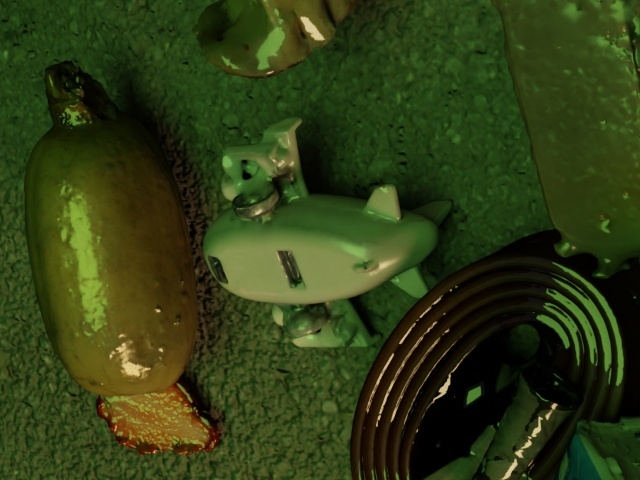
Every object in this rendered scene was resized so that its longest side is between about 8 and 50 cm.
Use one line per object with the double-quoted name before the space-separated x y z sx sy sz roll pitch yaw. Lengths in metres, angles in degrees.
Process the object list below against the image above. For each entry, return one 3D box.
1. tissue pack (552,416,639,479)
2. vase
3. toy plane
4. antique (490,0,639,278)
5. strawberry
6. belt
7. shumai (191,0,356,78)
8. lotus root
"tissue pack" 0.257 0.299 1.149 0.198 0.146 0.263 -111 27 -50
"vase" 0.152 0.182 1.181 0.059 0.059 0.167 34 116 17
"toy plane" 0.000 0.000 1.330 0.245 0.117 0.244 17 130 21
"antique" 0.234 -0.115 1.138 0.125 0.150 0.284 -4 103 36
"strawberry" -0.174 0.178 1.517 0.152 0.048 0.103 27 109 6
"belt" 0.162 0.146 1.274 0.217 0.122 0.338 40 118 17
"shumai" -0.046 -0.282 1.180 0.314 0.267 0.262 -32 84 39
"lotus root" -0.206 -0.009 1.408 0.152 0.169 0.342 -2 102 24
